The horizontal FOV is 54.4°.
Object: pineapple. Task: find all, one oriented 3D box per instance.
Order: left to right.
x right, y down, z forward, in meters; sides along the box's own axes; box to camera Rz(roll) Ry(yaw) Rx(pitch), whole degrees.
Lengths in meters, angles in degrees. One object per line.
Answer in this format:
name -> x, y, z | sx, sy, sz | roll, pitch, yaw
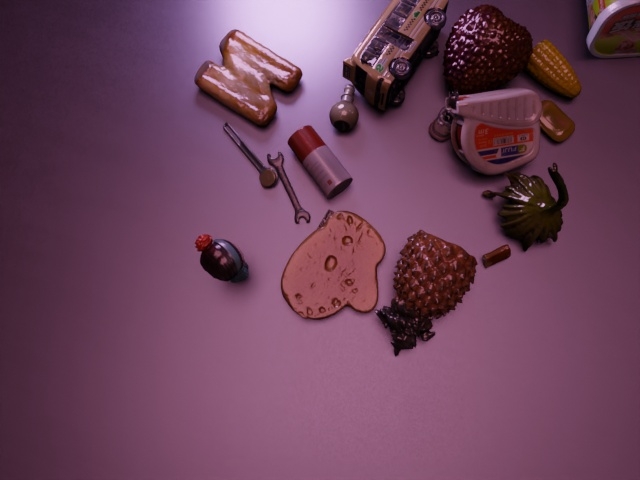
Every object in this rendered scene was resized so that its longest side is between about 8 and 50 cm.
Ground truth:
pineapple -> 0.273, 0.163, 1.742 | 0.223, 0.223, 0.357 | 29, 91, 9

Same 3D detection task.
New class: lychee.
lychee -> 0.487, -0.556, 1.871 | 0.271, 0.271, 0.271 | -1, 77, 3

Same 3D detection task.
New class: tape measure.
tape measure -> 0.506, -0.329, 1.824 | 0.258, 0.130, 0.265 | -10, 112, -8

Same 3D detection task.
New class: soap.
soap -> 0.710, -0.365, 1.906 | 0.089, 0.045, 0.140 | -39, 78, -9

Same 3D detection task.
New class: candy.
candy -> 0.719, -0.514, 1.913 | 0.094, 0.106, 0.199 | -38, 82, -25

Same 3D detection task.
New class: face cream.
face cream -> -0.002, -0.239, 1.886 | 0.096, 0.096, 0.214 | -35, 78, -5

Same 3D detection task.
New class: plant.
plant -> 0.593, -0.074, 1.712 | 0.180, 0.333, 0.251 | -39, 94, 8

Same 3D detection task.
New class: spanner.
spanner -> -0.098, -0.163, 1.914 | 0.054, 0.015, 0.255 | -25, 77, -1

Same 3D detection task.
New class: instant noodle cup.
instant noodle cup -> 0.936, -0.761, 1.888 | 0.293, 0.294, 0.308 | -2, 71, 2

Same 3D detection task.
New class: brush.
brush -> -0.225, -0.270, 1.936 | 0.062, 0.027, 0.266 | -44, 77, 15

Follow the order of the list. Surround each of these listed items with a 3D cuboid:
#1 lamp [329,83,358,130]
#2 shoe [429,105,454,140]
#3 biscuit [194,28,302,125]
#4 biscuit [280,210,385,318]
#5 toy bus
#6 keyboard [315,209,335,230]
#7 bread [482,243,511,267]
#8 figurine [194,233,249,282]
lamp -> 0.081, -0.420, 1.936 | 0.091, 0.091, 0.163 | 11, 63, 5
shoe -> 0.411, -0.388, 1.901 | 0.180, 0.092, 0.089 | -39, 78, -6
biscuit -> -0.229, -0.517, 1.977 | 0.290, 0.062, 0.237 | 32, 80, 9
biscuit -> 0.056, 0.094, 1.825 | 0.287, 0.057, 0.344 | 39, 81, 5
toy bus -> 0.235, -0.591, 1.909 | 0.202, 0.177, 0.365 | 32, 74, 10
keyboard -> 0.000, 0.000, 1.872 | 0.060, 0.018, 0.195 | 29, 81, 5
bread -> 0.515, 0.044, 1.825 | 0.083, 0.047, 0.036 | -24, 47, -5
figurine -> -0.272, 0.059, 1.754 | 0.138, 0.245, 0.110 | 27, 81, 8
